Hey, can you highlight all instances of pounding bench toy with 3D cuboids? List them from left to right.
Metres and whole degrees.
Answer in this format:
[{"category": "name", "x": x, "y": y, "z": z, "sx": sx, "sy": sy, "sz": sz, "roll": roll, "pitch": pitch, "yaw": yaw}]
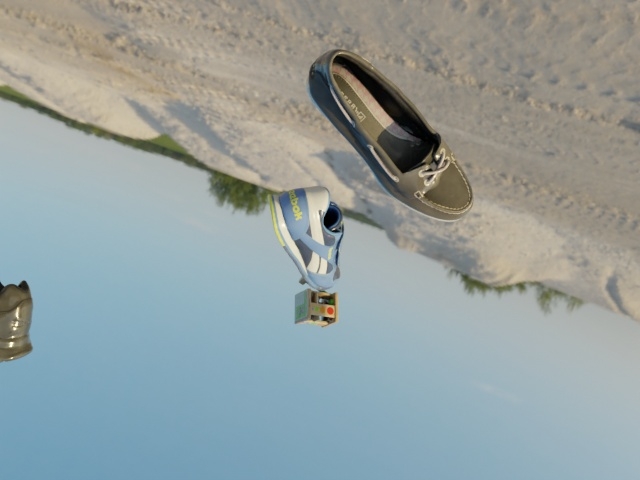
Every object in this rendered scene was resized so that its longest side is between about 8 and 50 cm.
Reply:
[{"category": "pounding bench toy", "x": -0.004, "y": 0.102, "z": 1.163, "sx": 0.065, "sy": 0.083, "sz": 0.052, "roll": 10, "pitch": 158, "yaw": -26}]

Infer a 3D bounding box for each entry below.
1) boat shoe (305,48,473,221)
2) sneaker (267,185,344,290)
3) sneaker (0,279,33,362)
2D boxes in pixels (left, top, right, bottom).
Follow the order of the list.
[{"category": "boat shoe", "x": 0.113, "y": -0.151, "z": 1.018, "sx": 0.335, "sy": 0.112, "sz": 0.095, "roll": 43, "pitch": 167, "yaw": -8}, {"category": "sneaker", "x": 0.000, "y": 0.000, "z": 0.638, "sx": 0.144, "sy": 0.059, "sz": 0.053, "roll": 59, "pitch": -170, "yaw": -55}, {"category": "sneaker", "x": -0.533, "y": 0.073, "z": 0.966, "sx": 0.286, "sy": 0.130, "sz": 0.109, "roll": 16, "pitch": -169, "yaw": 4}]
